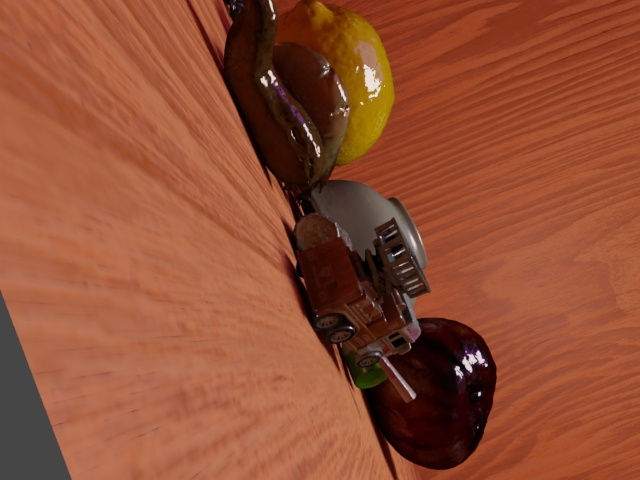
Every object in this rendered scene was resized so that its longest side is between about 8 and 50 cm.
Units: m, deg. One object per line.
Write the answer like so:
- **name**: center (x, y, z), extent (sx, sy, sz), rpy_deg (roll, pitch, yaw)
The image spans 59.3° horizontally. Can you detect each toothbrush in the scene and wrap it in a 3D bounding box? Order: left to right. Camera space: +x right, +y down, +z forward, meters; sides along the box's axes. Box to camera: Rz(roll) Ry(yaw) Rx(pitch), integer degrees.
- **toothbrush**: center (0.051, 0.116, 0.686), extent (0.194, 0.014, 0.017), rpy_deg (51, 32, 1)

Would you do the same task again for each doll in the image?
- **doll**: center (-0.155, -0.458, 1.124), extent (0.165, 0.057, 0.139), rpy_deg (-92, 165, -54)

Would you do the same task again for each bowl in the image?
- **bowl**: center (0.082, 0.016, 0.921), extent (0.289, 0.146, 0.290), rpy_deg (157, -90, -86)

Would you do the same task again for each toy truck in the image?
- **toy truck**: center (0.057, 0.061, 0.590), extent (0.178, 0.115, 0.080), rpy_deg (52, 16, -53)

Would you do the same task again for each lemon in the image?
- **lemon**: center (0.006, -0.254, 0.926), extent (0.234, 0.233, 0.288), rpy_deg (-108, 180, -49)

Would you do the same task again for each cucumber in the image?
- **cucumber**: center (0.001, 0.001, 0.672), extent (0.112, 0.064, 0.064), rpy_deg (50, 19, -73)

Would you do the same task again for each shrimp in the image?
- **shrimp**: center (-0.033, -0.138, 0.728), extent (0.061, 0.145, 0.267), rpy_deg (-58, 163, -27)

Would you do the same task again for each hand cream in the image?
- **hand cream**: center (0.021, 0.078, 0.792), extent (0.079, 0.050, 0.275), rpy_deg (105, -30, -44)

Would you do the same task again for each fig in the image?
- **fig**: center (0.175, 0.232, 0.915), extent (0.263, 0.223, 0.224), rpy_deg (-109, 177, -62)

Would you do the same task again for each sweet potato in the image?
- **sweet potato**: center (-0.054, -0.155, 0.603), extent (0.062, 0.081, 0.233), rpy_deg (-69, 150, -42)
